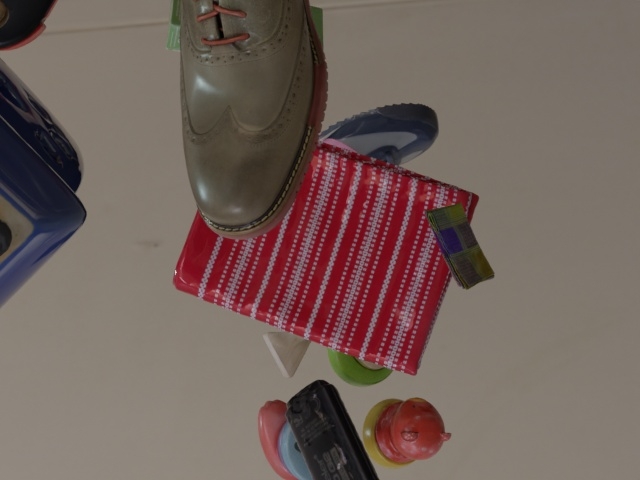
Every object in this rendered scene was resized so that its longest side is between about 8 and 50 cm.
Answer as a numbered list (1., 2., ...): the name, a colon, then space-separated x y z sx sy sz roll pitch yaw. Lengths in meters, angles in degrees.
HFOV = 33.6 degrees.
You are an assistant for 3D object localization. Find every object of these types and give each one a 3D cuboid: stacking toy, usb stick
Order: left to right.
1. stacking toy: 0.056 0.259 1.759 0.130 0.308 0.280 -20 79 63
2. usb stick: 0.038 0.286 1.171 0.045 0.077 0.278 13 -137 -52

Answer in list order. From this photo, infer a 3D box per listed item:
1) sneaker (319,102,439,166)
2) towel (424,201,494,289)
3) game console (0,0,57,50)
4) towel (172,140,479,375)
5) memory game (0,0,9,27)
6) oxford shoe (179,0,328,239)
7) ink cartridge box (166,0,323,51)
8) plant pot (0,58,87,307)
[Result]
1. sneaker: 0.012 -0.061 1.331 0.112 0.318 0.131 52 -163 -58
2. towel: 0.133 0.005 1.001 0.060 0.009 0.083 -13 -104 -48
3. game console: -0.406 -0.423 1.134 0.342 0.386 0.060 -60 0 5
4. towel: 0.000 0.000 1.075 0.031 0.274 0.199 39 -109 -76
5. memory game: -0.324 -0.146 0.799 0.012 0.186 0.186 73 -162 -49
6. oxford shoe: -0.071 -0.178 0.796 0.130 0.122 0.348 24 -116 -64
7. ink cartridge box: -0.102 -0.330 1.553 0.056 0.235 0.171 112 162 -49
8. plant pot: -0.259 -0.028 0.502 0.236 0.236 0.212 48 174 -25
